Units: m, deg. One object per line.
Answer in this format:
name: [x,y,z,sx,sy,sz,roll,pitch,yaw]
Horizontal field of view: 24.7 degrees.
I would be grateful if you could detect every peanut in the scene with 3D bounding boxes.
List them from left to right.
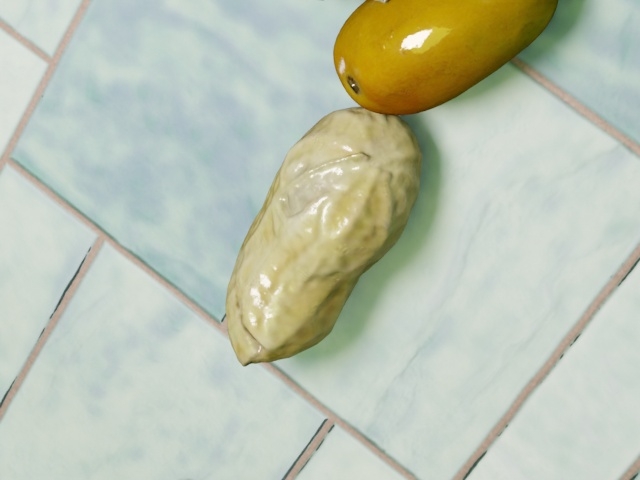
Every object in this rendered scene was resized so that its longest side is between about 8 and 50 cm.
peanut: [0.000,-0.004,1.693,0.340,0.158,0.174,-58,42,29]

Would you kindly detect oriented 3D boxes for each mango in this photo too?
mango: [0.130,-0.223,1.561,0.254,0.175,0.139,-26,106,27]

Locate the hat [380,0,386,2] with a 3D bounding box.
hat: [-0.044,-0.333,1.523,0.219,0.226,0.164,10,115,-27]
